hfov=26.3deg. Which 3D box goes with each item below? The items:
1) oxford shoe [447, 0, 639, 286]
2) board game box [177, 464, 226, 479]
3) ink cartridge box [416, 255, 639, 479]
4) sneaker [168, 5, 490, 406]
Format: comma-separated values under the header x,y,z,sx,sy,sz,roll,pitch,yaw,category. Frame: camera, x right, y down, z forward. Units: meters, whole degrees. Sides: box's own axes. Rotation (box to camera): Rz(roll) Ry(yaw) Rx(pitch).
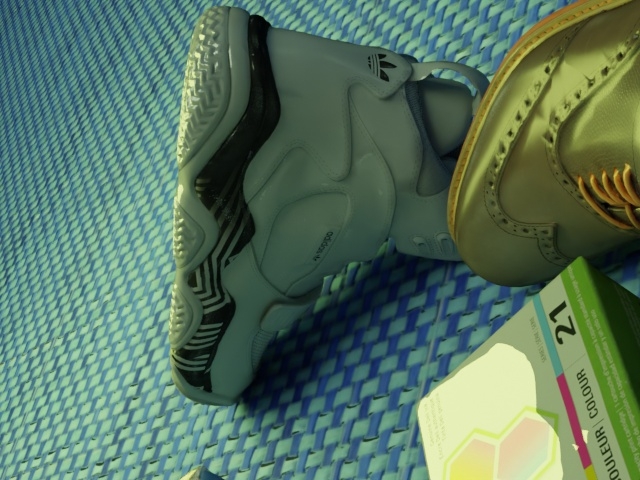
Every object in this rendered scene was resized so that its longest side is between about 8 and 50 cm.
x,y,z,sx,sy,sz,roll,pitch,yaw,category
0.163,-0.056,0.707,0.364,0.130,0.133,-50,13,51,oxford shoe
0.026,0.259,0.488,0.141,0.291,0.232,-42,31,30,board game box
0.093,0.165,0.691,0.255,0.097,0.189,-45,29,25,ink cartridge box
0.000,0.000,0.998,0.137,0.210,0.366,-87,4,-45,sneaker
